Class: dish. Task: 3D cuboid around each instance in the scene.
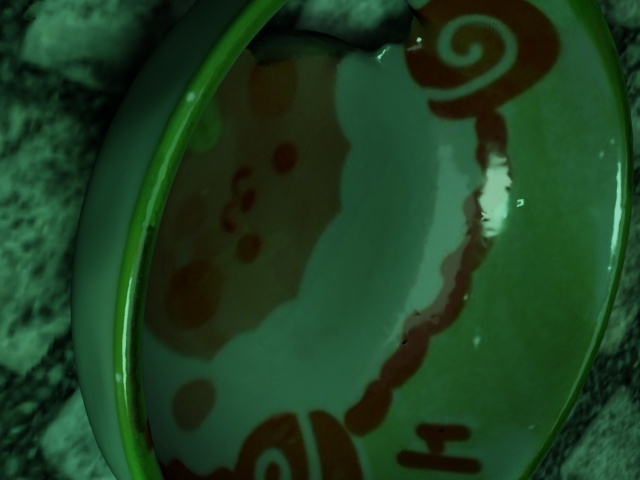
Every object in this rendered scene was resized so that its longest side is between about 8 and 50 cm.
[{"bbox_3d":[0.000,0.000,0.768,0.324,0.124,0.324,-18,117,-40],"label":"dish"}]
